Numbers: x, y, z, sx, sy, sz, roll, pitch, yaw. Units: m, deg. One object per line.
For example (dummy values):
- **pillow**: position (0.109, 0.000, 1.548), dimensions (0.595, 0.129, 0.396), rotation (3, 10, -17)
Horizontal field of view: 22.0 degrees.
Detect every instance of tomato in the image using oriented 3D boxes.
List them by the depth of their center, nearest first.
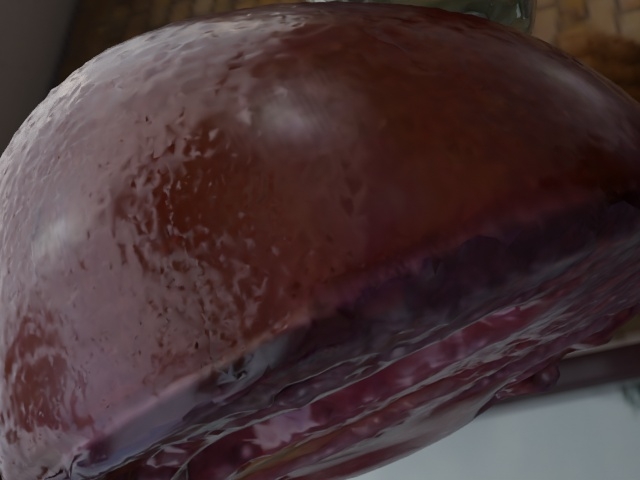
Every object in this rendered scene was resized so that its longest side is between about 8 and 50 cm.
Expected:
- **tomato**: position (-0.001, -0.002, 0.667), dimensions (0.335, 0.290, 0.176), rotation (56, -170, -73)

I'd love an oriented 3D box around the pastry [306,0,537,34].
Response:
- **pastry**: position (0.056, -0.212, 0.898), dimensions (0.265, 0.133, 0.264), rotation (2, -90, -85)
